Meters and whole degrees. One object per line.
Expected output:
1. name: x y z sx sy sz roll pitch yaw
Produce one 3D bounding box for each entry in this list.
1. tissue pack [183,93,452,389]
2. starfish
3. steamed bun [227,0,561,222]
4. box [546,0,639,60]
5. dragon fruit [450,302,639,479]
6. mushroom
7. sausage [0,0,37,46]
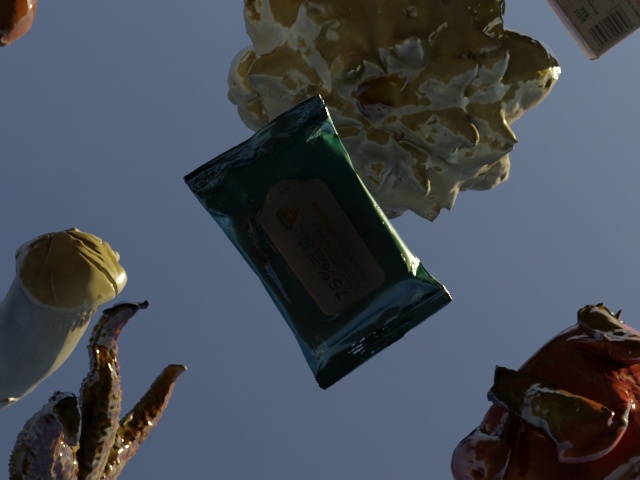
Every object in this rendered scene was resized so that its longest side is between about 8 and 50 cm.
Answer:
1. tissue pack: 0.000 0.000 0.950 0.085 0.028 0.138 -34 -75 -4
2. starfish: -0.147 0.134 0.968 0.057 0.238 0.213 37 -156 15
3. steamed bun: 0.065 -0.125 1.600 0.292 0.295 0.137 3 -148 -5
4. box: 0.240 -0.233 1.622 0.089 0.043 0.125 -34 -87 0
5. dragon fruit: 0.104 0.086 0.676 0.068 0.126 0.112 31 -92 37
6. mushroom: -0.218 0.064 1.288 0.081 0.223 0.092 -14 -101 -47
7. sausage: -0.169 -0.171 0.978 0.042 0.036 0.158 -10 -114 14
